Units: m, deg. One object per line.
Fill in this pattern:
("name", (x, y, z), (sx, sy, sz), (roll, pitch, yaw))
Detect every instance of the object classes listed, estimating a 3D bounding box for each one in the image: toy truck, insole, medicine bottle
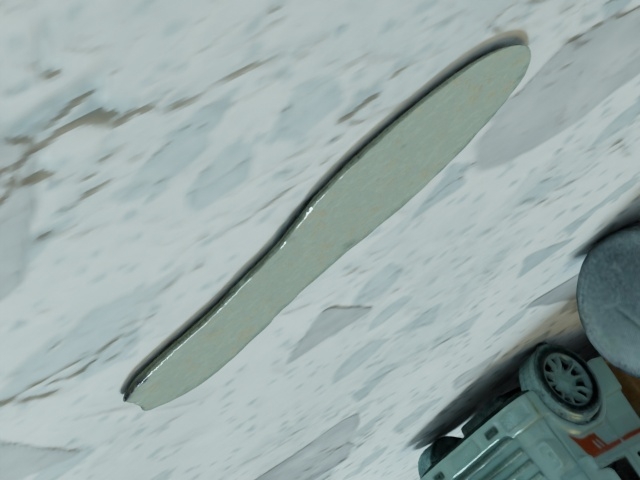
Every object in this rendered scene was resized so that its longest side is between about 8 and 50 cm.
("toy truck", (0.214, 0.143, 1.055), (0.305, 0.162, 0.136), (-16, 155, -46))
("insole", (0.000, 0.000, 0.535), (0.197, 0.004, 0.065), (-44, 161, 28))
("medicine bottle", (0.225, 0.014, 0.864), (0.203, 0.083, 0.083), (-15, 154, -47))
